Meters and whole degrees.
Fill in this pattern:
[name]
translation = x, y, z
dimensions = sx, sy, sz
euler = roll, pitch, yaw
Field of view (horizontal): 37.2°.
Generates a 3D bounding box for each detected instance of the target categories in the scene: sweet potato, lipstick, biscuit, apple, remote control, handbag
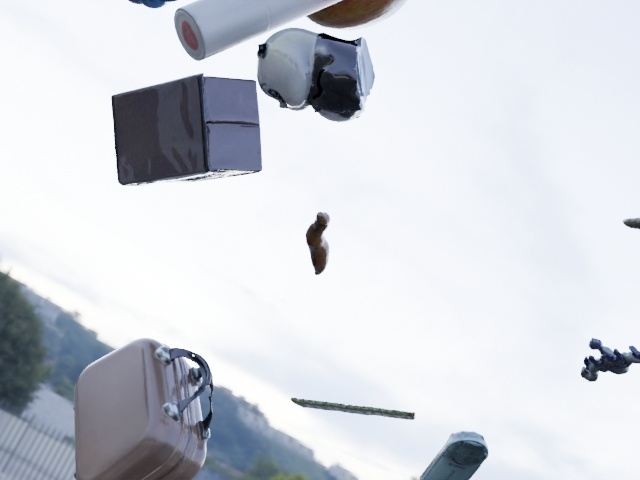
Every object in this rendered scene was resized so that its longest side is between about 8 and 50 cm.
[sweet potato]
translation = -0.005, 0.000, 1.518
dimensions = 0.044, 0.044, 0.179
euler = 22, -33, 14
[lipstick]
translation = -0.074, -0.385, 1.517
dimensions = 0.087, 0.327, 0.087
euler = 41, -33, 34
[biscuit]
translation = 0.065, 0.320, 1.804
dimensions = 0.232, 0.016, 0.139
euler = 5, -13, 8
[apple]
translation = 0.044, -0.555, 1.881
dimensions = 0.302, 0.301, 0.301
euler = 24, -18, 8
[remote control]
translation = 0.317, 0.538, 2.274
dimensions = 0.104, 0.052, 0.247
euler = 19, -51, -12
[handbag]
translation = -0.301, 0.310, 1.694
dimensions = 0.149, 0.283, 0.301
euler = 45, 16, -36

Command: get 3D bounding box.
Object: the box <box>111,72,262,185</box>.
[box]
translation = -0.246, -0.200, 1.762
dimensions = 0.252, 0.188, 0.153
euler = -7, -3, 42

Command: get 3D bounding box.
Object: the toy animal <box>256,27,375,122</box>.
[toy animal]
translation = -0.009, -0.258, 1.483
dimensions = 0.179, 0.138, 0.166
euler = 8, 6, 6

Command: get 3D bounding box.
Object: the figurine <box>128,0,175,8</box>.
[figurine]
translation = -0.362, -0.585, 2.051
dimensions = 0.162, 0.143, 0.263
euler = 16, -1, -12

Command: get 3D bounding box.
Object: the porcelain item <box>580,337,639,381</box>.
[porcelain item]
translation = 0.421, 0.167, 1.389
dimensions = 0.075, 0.021, 0.136
euler = 42, -36, -14

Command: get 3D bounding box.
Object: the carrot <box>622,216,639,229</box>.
[carrot]
translation = 0.548, -0.017, 1.406
dimensions = 0.049, 0.049, 0.254
euler = 36, -13, -29
